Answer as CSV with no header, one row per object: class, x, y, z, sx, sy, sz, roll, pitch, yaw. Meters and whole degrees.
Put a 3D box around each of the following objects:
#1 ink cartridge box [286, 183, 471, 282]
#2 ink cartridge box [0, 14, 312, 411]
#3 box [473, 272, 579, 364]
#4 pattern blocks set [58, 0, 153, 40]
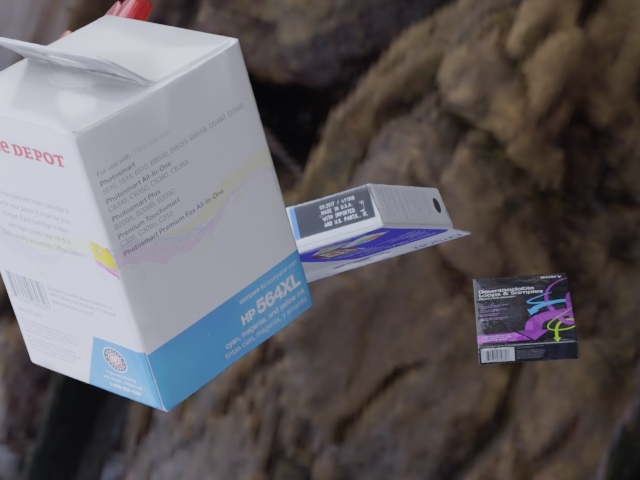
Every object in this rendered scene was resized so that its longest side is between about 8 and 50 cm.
ink cartridge box,0.000,0.000,1.688,0.206,0.208,0.045,-17,80,23
ink cartridge box,-0.078,-0.022,0.782,0.092,0.090,0.143,15,129,44
box,0.240,0.091,2.284,0.162,0.116,0.029,-87,-8,-63
pattern blocks set,-0.272,-0.082,1.804,0.325,0.026,0.285,-21,42,57
